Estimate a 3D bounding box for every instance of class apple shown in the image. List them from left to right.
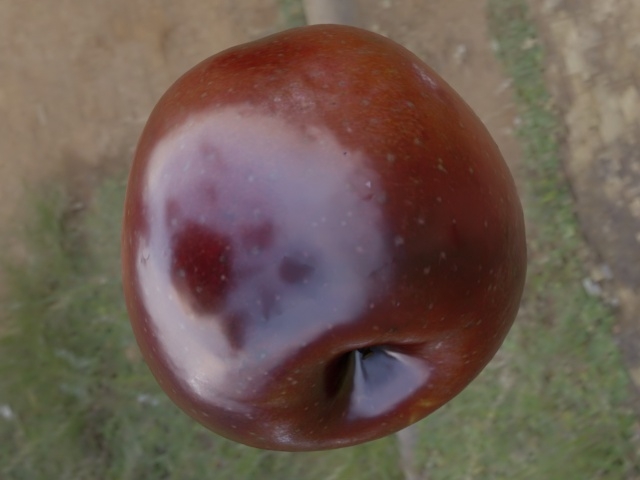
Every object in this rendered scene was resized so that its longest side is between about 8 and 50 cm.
[{"bbox_3d":[0.000,0.000,0.952,0.201,0.218,0.218,60,139,40],"label":"apple"}]
